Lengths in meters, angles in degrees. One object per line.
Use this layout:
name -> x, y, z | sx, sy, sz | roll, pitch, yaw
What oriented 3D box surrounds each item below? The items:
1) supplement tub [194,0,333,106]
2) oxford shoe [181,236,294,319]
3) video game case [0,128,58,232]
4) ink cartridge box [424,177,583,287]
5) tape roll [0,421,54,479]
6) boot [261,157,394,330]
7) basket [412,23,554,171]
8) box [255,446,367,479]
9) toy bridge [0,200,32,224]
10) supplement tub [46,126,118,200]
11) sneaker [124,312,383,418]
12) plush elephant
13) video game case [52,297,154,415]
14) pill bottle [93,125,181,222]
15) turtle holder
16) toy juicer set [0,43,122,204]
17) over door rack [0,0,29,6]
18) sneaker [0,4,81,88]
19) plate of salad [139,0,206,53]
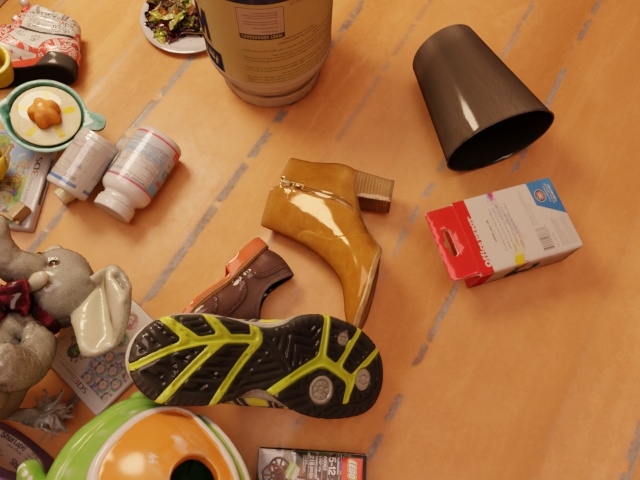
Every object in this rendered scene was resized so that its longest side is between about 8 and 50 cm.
supplement tub -> -0.095, -0.407, 0.868 | 0.235, 0.325, 0.235 | 0, 69, -1
oxford shoe -> -0.150, 0.120, 0.795 | 0.098, 0.097, 0.271 | 38, 74, 5
video game case -> -0.598, -0.115, 0.910 | 0.212, 0.023, 0.193 | 5, 69, 1
ink cartridge box -> 0.298, -0.007, 0.857 | 0.231, 0.078, 0.134 | -15, 70, -7
tape roll -> -0.447, 0.307, 0.666 | 0.189, 0.189, 0.080 | 32, 73, 10
boot -> 0.000, -0.001, 0.847 | 0.211, 0.104, 0.295 | 9, 64, 8
basket -> 0.274, -0.266, 0.920 | 0.204, 0.154, 0.226 | -18, 67, -9
box -> -0.018, 0.419, 0.709 | 0.159, 0.044, 0.233 | 3, 69, 0
toy bridge -> -0.588, -0.079, 0.870 | 0.188, 0.026, 0.063 | 34, 75, 10
supplement tub -> -0.399, -0.127, 0.849 | 0.071, 0.071, 0.107 | 29, 80, 9
sneaker -> -0.080, 0.167, 0.724 | 0.385, 0.147, 0.145 | 17, 76, -27
plush elephant -> -0.412, 0.094, 0.677 | 0.272, 0.330, 0.255 | 2, 60, 31
video game case -> -0.340, 0.171, 0.809 | 0.143, 0.019, 0.157 | 41, 75, 13
pill bottle -> -0.320, -0.114, 0.881 | 0.087, 0.087, 0.160 | 25, 71, 8
turtle holder -> -0.193, 0.359, 0.597 | 0.227, 0.243, 0.320 | 6, 87, 28
toy juicer set -> -0.492, -0.182, 0.866 | 0.329, 0.089, 0.209 | 31, 71, -8
over door rack -> -0.719, -0.433, 0.915 | 0.108, 0.239, 0.324 | 35, 72, 17
sneaker -> -0.601, -0.377, 0.975 | 0.270, 0.090, 0.145 | -1, 68, -5
plate of salad -> -0.273, -0.470, 1.037 | 0.200, 0.048, 0.199 | 0, 70, -1
